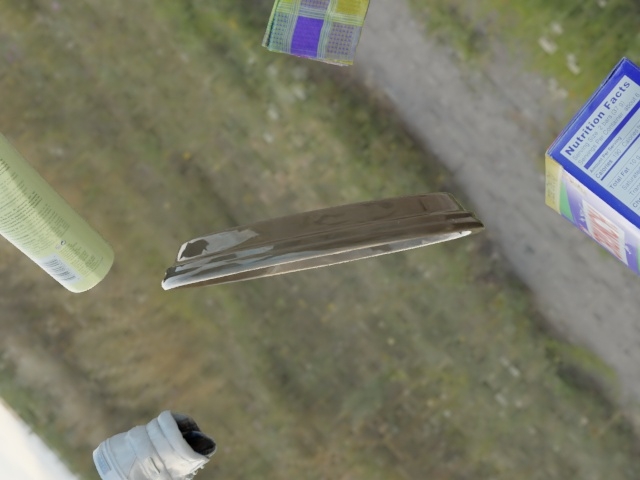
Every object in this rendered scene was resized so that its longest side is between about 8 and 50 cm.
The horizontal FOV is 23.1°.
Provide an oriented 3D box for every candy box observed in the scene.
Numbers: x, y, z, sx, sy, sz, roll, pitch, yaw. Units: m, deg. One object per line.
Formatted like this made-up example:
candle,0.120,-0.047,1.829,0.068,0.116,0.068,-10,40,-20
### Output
candy box,0.360,-0.002,1.436,0.317,0.122,0.268,41,180,12

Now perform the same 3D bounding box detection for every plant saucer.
plant saucer,0.000,0.000,1.330,0.278,0.278,0.041,157,103,-78

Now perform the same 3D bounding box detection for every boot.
boot,-0.180,0.297,1.990,0.095,0.123,0.258,62,-176,30

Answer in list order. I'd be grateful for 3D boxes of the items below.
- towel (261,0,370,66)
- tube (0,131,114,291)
towel,-0.001,-0.162,1.150,0.083,0.060,0.009,7,-162,-39
tube,-0.284,-0.042,1.444,0.062,0.070,0.240,14,156,45
